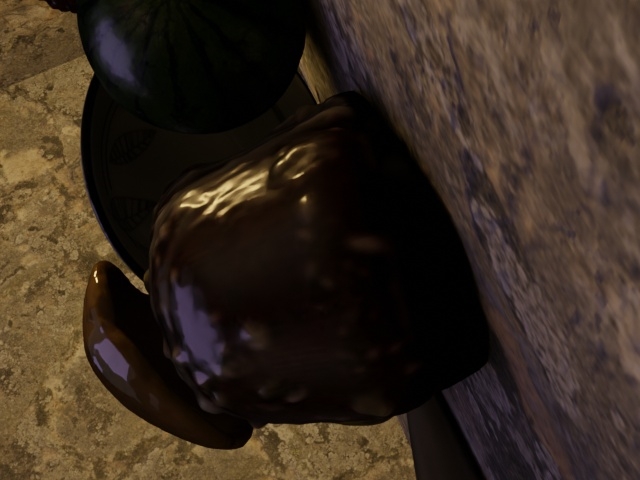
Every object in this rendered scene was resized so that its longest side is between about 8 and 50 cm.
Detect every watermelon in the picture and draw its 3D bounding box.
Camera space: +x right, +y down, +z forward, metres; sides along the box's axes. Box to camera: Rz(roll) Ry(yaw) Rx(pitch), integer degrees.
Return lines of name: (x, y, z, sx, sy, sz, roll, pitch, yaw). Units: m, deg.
watermelon: (-0.105, -0.181, 0.651, 0.214, 0.188, 0.188, -50, -63, -84)

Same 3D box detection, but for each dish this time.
dish: (-0.122, -0.071, 0.826, 0.106, 0.316, 0.316, -13, 104, 46)

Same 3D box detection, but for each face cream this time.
face cream: (0.140, 0.262, 0.907, 0.341, 0.084, 0.137, -104, -7, -48)

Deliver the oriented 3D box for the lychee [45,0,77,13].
lychee: (-0.225, -0.341, 0.777, 0.236, 0.271, 0.236, 58, 170, 17)

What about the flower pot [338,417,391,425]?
flower pot: (0.024, 0.117, 0.881, 0.195, 0.195, 0.179, 67, 164, -9)

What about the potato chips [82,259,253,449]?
potato chips: (-0.135, 0.103, 0.662, 0.195, 0.062, 0.208, 49, 180, -15)

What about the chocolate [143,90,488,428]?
chocolate: (-0.028, 0.025, 0.614, 0.340, 0.210, 0.225, -122, 11, -76)
